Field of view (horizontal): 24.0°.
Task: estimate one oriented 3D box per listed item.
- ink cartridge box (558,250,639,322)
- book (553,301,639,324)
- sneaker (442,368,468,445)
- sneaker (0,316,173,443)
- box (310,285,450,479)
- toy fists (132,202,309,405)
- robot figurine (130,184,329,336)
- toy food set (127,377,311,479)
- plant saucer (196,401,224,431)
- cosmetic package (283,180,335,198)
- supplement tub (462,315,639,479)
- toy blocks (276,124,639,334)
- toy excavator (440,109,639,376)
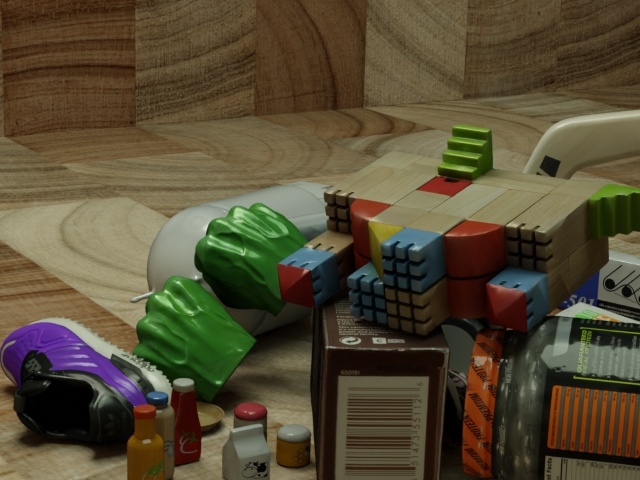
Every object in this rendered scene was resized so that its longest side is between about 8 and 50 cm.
[{"bbox_3d":[0.442,0.068,2.289,0.207,0.097,0.046,13,19,35],"label":"ink cartridge box"},{"bbox_3d":[0.404,0.135,2.172,0.144,0.035,0.096,18,25,42],"label":"book"},{"bbox_3d":[0.173,0.196,1.844,0.077,0.072,0.178,10,19,-9],"label":"sneaker"},{"bbox_3d":[-0.319,0.171,1.809,0.293,0.102,0.146,15,21,41],"label":"sneaker"},{"bbox_3d":[0.060,0.151,1.763,0.143,0.191,0.381,1,16,-4],"label":"box"},{"bbox_3d":[-0.127,0.073,1.928,0.142,0.279,0.096,38,-21,1],"label":"toy fists"},{"bbox_3d":[-0.104,0.034,2.150,0.353,0.199,0.300,-17,-14,-48],"label":"robot figurine"},{"bbox_3d":[-0.121,0.209,1.681,0.232,0.104,0.111,-8,17,-31],"label":"toy food set"},{"bbox_3d":[-0.158,0.216,1.825,0.083,0.015,0.083,1,15,0],"label":"plant saucer"},{"bbox_3d":[0.000,0.000,2.387,0.184,0.151,0.151,11,16,31],"label":"cosmetic package"},{"bbox_3d":[0.330,0.190,1.609,0.338,0.207,0.207,6,15,13],"label":"supplement tub"},{"bbox_3d":[0.130,0.008,1.668,0.381,0.190,0.261,11,29,34],"label":"toy blocks"},{"bbox_3d":[0.248,-0.031,1.995,0.433,0.445,0.222,21,19,11],"label":"toy excavator"}]
